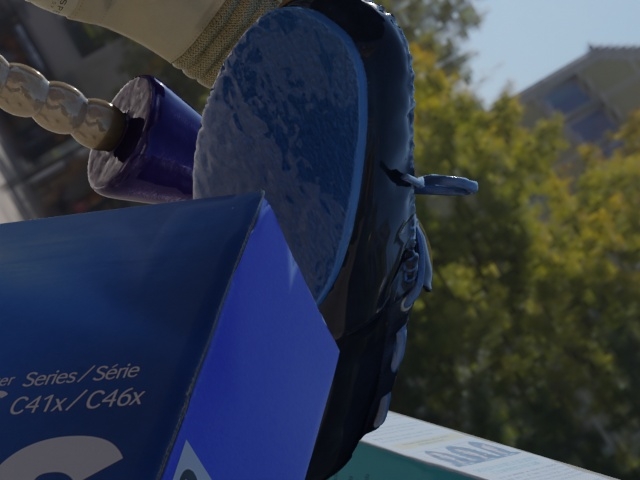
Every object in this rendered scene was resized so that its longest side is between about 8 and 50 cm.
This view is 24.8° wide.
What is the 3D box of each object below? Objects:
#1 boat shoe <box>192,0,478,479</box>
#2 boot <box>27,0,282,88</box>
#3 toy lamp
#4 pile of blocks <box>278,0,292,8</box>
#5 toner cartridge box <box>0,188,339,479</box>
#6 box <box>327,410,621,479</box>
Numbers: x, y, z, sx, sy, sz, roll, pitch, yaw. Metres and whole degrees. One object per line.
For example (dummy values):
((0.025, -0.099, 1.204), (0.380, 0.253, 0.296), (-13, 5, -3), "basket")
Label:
((0.000, 0.000, 0.612), (0.109, 0.089, 0.258), (47, -36, 28), "boat shoe")
((-0.105, -0.268, 1.118), (0.203, 0.262, 0.095), (25, -2, -26), "boot")
((-0.174, -0.089, 0.818), (0.274, 0.080, 0.080), (24, 13, -31), "toy lamp")
((-0.117, -0.281, 1.279), (0.362, 0.112, 0.149), (44, 3, 7), "pile of blocks")
((-0.180, 0.081, 0.461), (0.165, 0.347, 0.075), (-72, 148, -47), "toner cartridge box")
((0.071, 0.145, 0.809), (0.244, 0.060, 0.100), (13, 5, 32), "box")
